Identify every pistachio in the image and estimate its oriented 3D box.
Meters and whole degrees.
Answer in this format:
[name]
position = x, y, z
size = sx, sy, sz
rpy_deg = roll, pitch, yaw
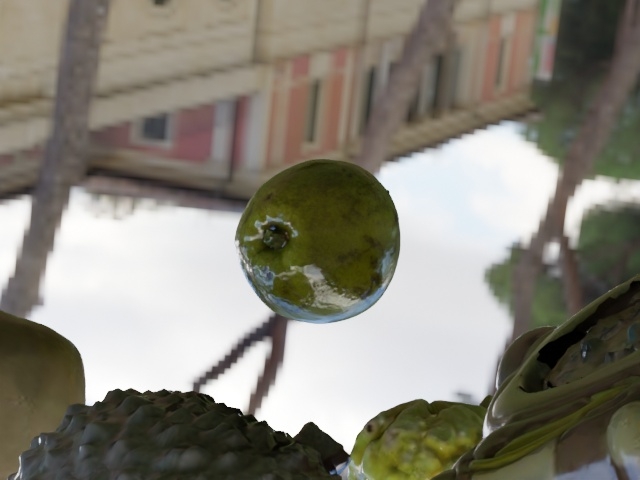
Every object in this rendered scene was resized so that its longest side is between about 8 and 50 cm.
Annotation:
[pistachio]
position = -0.287, 0.187, 1.734
size = 0.163, 0.260, 0.213
rpy_deg = -18, 148, 23

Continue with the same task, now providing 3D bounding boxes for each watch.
[watch]
position = 0.264, 0.192, 1.215
size = 0.314, 0.327, 0.335
rpy_deg = -28, -171, 39

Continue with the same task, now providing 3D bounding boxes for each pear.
[pear]
position = 0.000, 0.000, 1.259
size = 0.107, 0.107, 0.131
rpy_deg = 12, -178, 22

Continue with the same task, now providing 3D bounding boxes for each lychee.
[lychee]
position = -0.081, 0.225, 1.150
size = 0.300, 0.300, 0.300
rpy_deg = 6, -167, -1

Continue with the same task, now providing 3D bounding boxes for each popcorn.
[popcorn]
position = 0.109, 0.230, 1.781
size = 0.167, 0.185, 0.187
rpy_deg = 10, 180, 14
